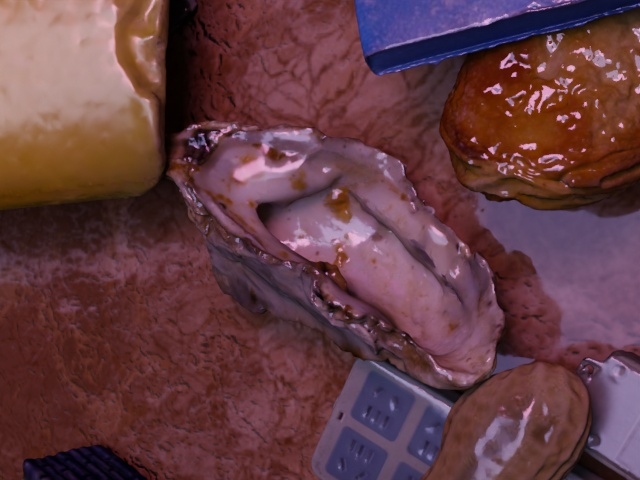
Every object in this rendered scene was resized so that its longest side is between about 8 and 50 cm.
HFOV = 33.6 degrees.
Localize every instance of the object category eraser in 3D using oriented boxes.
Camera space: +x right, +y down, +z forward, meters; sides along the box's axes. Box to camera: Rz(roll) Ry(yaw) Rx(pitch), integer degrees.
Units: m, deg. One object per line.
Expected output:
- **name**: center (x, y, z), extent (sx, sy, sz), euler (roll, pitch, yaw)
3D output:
- **eraser**: center (0.168, -0.212, 0.697), extent (0.311, 0.042, 0.144), euler (-11, 71, 20)

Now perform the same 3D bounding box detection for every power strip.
- **power strip**: center (0.117, 0.193, 0.827), extent (0.270, 0.046, 0.118), euler (29, 102, 22)
- **power strip**: center (0.295, 0.171, 0.739), extent (0.272, 0.052, 0.078), euler (32, 103, 21)

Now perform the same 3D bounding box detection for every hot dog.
- **hot dog**: center (0.187, -0.134, 0.755), extent (0.175, 0.114, 0.259), euler (25, 86, 25)

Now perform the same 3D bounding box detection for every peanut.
- **peanut**: center (0.117, 0.165, 0.754), extent (0.093, 0.083, 0.194), euler (43, 108, 24)

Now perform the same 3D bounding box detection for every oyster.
- **oyster**: center (0.000, 0.005, 0.838), extent (0.341, 0.110, 0.166), euler (18, 61, 23)

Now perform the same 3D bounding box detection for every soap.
- **soap**: center (-0.326, -0.171, 0.906), extent (0.427, 0.115, 0.306), euler (3, 94, 8)

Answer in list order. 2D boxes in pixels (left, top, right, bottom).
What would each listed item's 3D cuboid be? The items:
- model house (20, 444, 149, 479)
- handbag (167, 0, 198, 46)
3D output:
- **model house**: center (-0.205, 0.292, 0.931), extent (0.194, 0.170, 0.211), euler (27, 57, 37)
- **handbag**: center (-0.274, -0.215, 0.994), extent (0.247, 0.079, 0.260), euler (-45, 75, 20)
